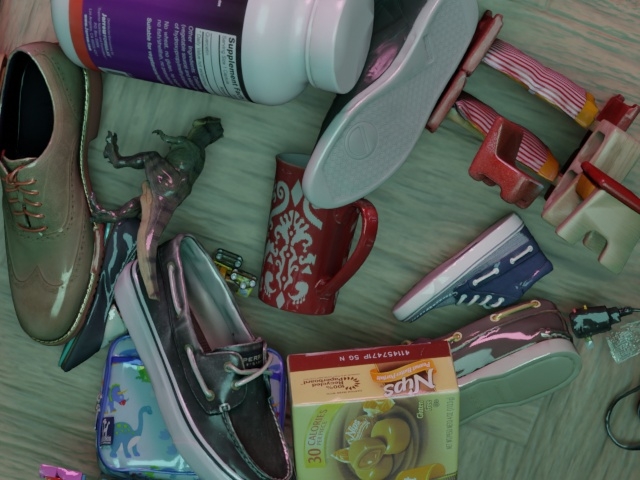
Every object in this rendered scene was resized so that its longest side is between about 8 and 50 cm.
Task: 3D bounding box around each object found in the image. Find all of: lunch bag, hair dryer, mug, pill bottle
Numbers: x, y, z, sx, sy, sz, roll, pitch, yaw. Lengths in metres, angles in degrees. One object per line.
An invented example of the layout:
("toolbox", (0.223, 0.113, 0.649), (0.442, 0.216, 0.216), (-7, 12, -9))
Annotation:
("lunch bag", (-0.150, 0.198, 1.788), (0.219, 0.090, 0.176), (8, 70, -4))
("hair dryer", (0.448, 0.105, 1.847), (0.293, 0.080, 0.224), (-26, 119, 4))
("mug", (-0.010, -0.002, 1.763), (0.113, 0.150, 0.169), (9, 102, -14))
("pill bottle", (-0.114, -0.249, 1.656), (0.323, 0.181, 0.181), (12, 98, 17))

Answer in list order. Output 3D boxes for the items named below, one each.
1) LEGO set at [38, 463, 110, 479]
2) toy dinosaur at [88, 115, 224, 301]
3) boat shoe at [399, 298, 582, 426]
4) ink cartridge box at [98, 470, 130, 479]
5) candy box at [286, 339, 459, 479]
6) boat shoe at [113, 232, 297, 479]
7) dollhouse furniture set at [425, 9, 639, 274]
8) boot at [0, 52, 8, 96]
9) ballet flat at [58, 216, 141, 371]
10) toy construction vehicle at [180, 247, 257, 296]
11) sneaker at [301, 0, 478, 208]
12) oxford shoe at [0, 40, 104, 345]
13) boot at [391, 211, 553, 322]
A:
("LEGO set", (-0.211, 0.322, 1.729), (0.227, 0.087, 0.093), (13, 78, -5))
("toy dinosaur", (-0.193, -0.058, 1.715), (0.118, 0.064, 0.268), (12, 55, 10))
("boat shoe", (0.140, 0.161, 1.815), (0.324, 0.097, 0.116), (-21, 142, 6))
("ink cartridge box", (-0.196, 0.328, 1.824), (0.143, 0.092, 0.090), (8, 96, -5))
("candy box", (0.062, 0.262, 1.756), (0.183, 0.087, 0.316), (-4, 130, -2))
("boat shoe", (-0.112, 0.144, 1.679), (0.119, 0.121, 0.335), (-41, 74, 32))
("dollhouse furniture set", (0.241, -0.119, 1.644), (0.201, 0.374, 0.152), (32, 100, -8))
("boot", (-0.488, -0.113, 1.753), (0.220, 0.109, 0.283), (23, 104, -2))
("ballet flat", (-0.244, 0.067, 1.798), (0.074, 0.074, 0.203), (19, 94, -5))
("toy construction vehicle", (-0.123, 0.035, 1.790), (0.098, 0.086, 0.035), (21, 103, -6))
("sneaker", (0.047, -0.169, 1.728), (0.104, 0.147, 0.296), (41, 78, -40))
("oxford shoe", (-0.324, -0.052, 1.727), (0.123, 0.130, 0.348), (0, 92, 21))
("boot", (0.181, 0.056, 1.814), (0.190, 0.069, 0.086), (-37, 95, 1))
